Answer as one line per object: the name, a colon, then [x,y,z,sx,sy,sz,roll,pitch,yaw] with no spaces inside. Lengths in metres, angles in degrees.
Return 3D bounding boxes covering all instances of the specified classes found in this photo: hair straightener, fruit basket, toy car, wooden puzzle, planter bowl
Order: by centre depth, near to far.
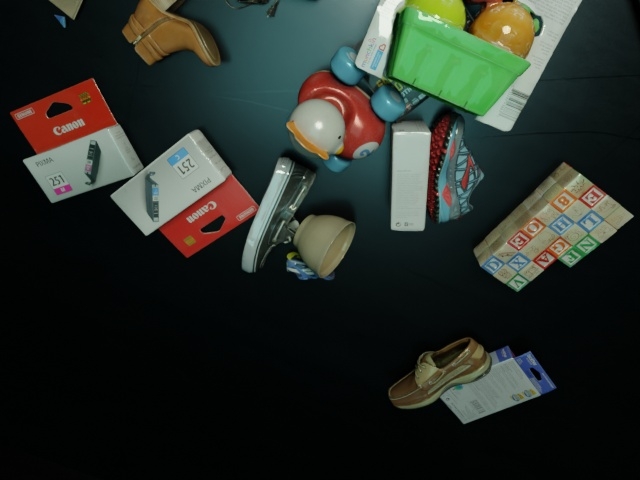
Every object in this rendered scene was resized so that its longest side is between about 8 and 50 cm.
fruit basket: [0.276,-0.420,0.714,0.327,0.165,0.352,21,104,-5]
toy car: [0.019,-0.221,0.814,0.210,0.238,0.219,40,134,-11]
hair straightener: [-0.116,-0.504,0.818,0.231,0.047,0.089,6,119,4]
wooden puzzle: [-0.553,-0.535,0.878,0.116,0.014,0.078,-38,103,23]
planter bowl: [0.000,0.000,1.027,0.109,0.162,0.162,31,120,18]

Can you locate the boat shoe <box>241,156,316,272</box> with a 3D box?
boat shoe: [-0.109,-0.042,1.024,0.119,0.121,0.335,21,119,-8]

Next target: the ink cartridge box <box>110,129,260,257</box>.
ink cartridge box: [-0.350,-0.098,1.058,0.296,0.066,0.261,-30,110,21]

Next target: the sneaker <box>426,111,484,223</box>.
sneaker: [0.313,-0.169,0.934,0.125,0.104,0.261,-9,122,-8]

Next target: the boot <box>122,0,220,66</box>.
boot: [-0.323,-0.428,0.875,0.152,0.073,0.197,-32,98,20]

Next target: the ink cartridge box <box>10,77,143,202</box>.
ink cartridge box: [-0.630,-0.244,1.019,0.275,0.060,0.238,-14,117,14]

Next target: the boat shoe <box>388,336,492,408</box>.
boat shoe: [0.342,0.388,1.212,0.324,0.122,0.120,-33,105,13]

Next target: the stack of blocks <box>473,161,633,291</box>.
stack of blocks: [0.547,-0.015,0.976,0.171,0.087,0.297,33,117,-11]

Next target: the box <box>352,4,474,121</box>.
box: [0.197,-0.393,0.834,0.231,0.056,0.183,-35,110,22]

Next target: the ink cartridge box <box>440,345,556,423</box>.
ink cartridge box: [0.528,0.441,1.240,0.311,0.065,0.185,-32,110,24]

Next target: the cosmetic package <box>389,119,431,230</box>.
cosmetic package: [0.202,-0.150,0.932,0.086,0.117,0.231,1,120,6]

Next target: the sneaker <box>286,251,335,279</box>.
sneaker: [-0.030,0.082,1.123,0.144,0.053,0.059,22,118,5]

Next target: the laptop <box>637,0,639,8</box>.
laptop: [0.725,-0.440,0.675,0.264,0.136,0.234,-27,110,20]
